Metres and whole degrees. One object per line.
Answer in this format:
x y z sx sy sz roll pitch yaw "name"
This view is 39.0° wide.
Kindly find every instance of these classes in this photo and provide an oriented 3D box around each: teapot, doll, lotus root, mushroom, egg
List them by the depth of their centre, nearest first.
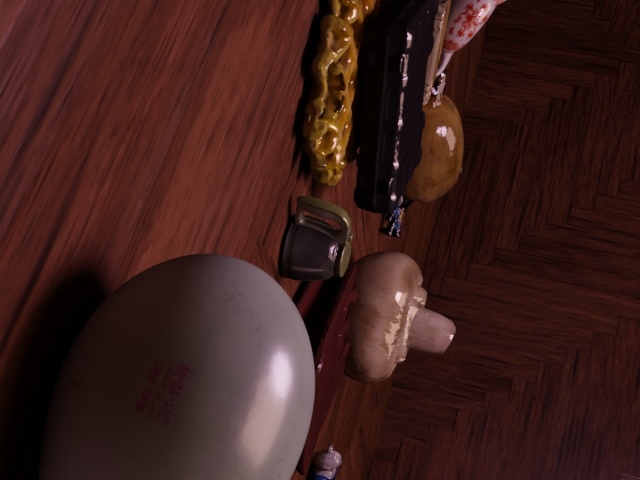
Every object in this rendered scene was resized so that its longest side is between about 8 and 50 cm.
-0.105 0.136 0.652 0.183 0.183 0.264 52 59 -75 "egg"
-0.002 0.008 1.236 0.124 0.091 0.092 80 24 -64 "teapot"
0.259 -0.413 1.682 0.245 0.116 0.159 -52 -159 20 "teapot"
0.138 0.158 1.721 0.260 0.234 0.254 88 22 -53 "mushroom"
0.216 -0.220 1.855 0.310 0.183 0.182 89 18 -44 "lotus root"
0.001 0.500 1.891 0.114 0.057 0.227 -50 160 -54 "doll"
0.189 -0.103 2.100 0.096 0.070 0.195 6 101 -62 "doll"

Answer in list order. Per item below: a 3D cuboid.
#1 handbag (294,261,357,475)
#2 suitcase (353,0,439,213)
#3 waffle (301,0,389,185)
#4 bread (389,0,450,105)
-0.011 0.195 1.421 0.275 0.084 0.260 -64 162 -51 "handbag"
0.109 -0.203 1.308 0.206 0.066 0.285 -58 155 -55 "suitcase"
0.038 -0.231 1.255 0.307 0.060 0.311 -28 130 -72 "waffle"
0.157 -0.351 1.557 0.192 0.110 0.209 -68 169 -49 "bread"
